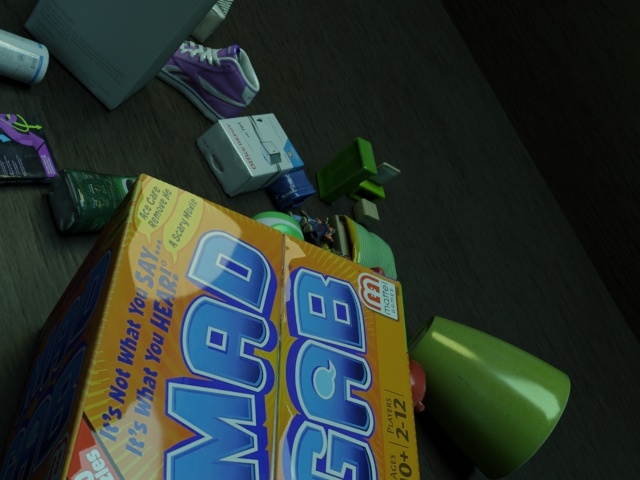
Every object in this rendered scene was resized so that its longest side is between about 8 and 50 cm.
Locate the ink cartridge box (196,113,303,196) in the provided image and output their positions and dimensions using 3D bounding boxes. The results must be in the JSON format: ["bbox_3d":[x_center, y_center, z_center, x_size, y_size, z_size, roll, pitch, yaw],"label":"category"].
[{"bbox_3d":[-0.143,-0.182,1.403,0.139,0.082,0.191,59,32,5],"label":"ink cartridge box"}]

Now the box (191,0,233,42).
[{"bbox_3d":[-0.265,-0.591,1.590,0.113,0.094,0.275,37,38,-25],"label":"box"}]

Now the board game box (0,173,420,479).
[{"bbox_3d":[-0.139,0.218,0.776,0.356,0.356,0.356,23,45,-25],"label":"board game box"}]

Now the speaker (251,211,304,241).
[{"bbox_3d":[-0.094,0.091,1.191,0.131,0.131,0.296,33,40,-30],"label":"speaker"}]

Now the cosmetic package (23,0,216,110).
[{"bbox_3d":[-0.306,-0.432,1.143,0.217,0.385,0.156,46,35,-14],"label":"cosmetic package"}]

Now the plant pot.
[{"bbox_3d":[0.320,0.301,1.429,0.293,0.275,0.275,38,34,3],"label":"plant pot"}]

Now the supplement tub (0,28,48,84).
[{"bbox_3d":[-0.499,-0.296,1.073,0.107,0.071,0.071,13,52,-45],"label":"supplement tub"}]

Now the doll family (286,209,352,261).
[{"bbox_3d":[0.000,0.000,1.431,0.111,0.076,0.193,7,53,-42],"label":"doll family"}]

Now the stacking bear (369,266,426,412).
[{"bbox_3d":[0.104,0.217,1.305,0.164,0.175,0.289,-46,110,-33],"label":"stacking bear"}]

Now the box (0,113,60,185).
[{"bbox_3d":[-0.479,-0.135,0.997,0.162,0.029,0.116,-11,71,-52],"label":"box"}]

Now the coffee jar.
[{"bbox_3d":[-0.329,-0.060,1.072,0.184,0.079,0.096,0,59,-50],"label":"coffee jar"}]

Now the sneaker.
[{"bbox_3d":[-0.248,-0.378,1.373,0.282,0.161,0.102,37,39,-23],"label":"sneaker"}]

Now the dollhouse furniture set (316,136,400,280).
[{"bbox_3d":[0.126,-0.051,1.556,0.197,0.151,0.301,23,46,-39],"label":"dollhouse furniture set"}]

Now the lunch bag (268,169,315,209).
[{"bbox_3d":[-0.060,-0.105,1.449,0.065,0.067,0.098,58,35,5],"label":"lunch bag"}]
